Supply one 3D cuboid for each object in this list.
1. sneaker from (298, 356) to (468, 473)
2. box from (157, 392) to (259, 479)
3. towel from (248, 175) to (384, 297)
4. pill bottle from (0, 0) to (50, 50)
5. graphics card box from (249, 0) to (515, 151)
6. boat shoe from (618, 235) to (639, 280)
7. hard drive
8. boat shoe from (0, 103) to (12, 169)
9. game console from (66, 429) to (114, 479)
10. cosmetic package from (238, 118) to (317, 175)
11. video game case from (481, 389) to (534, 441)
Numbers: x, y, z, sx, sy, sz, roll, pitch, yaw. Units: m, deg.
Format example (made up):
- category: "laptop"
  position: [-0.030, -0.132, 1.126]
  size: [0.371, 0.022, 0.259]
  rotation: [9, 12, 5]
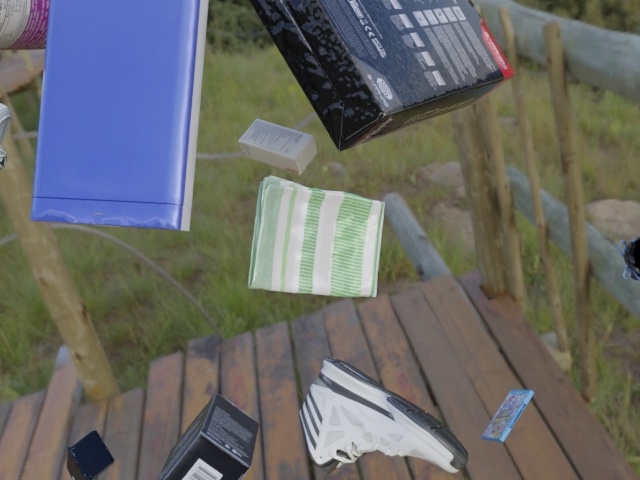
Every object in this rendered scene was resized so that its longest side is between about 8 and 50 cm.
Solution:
- category: "sneaker"
  position: [0.138, 0.513, 1.950]
  size: [0.448, 0.169, 0.257]
  rotation: [30, 90, 27]
- category: "box"
  position: [-0.202, 0.391, 1.381]
  size: [0.153, 0.108, 0.207]
  rotation: [-52, 5, 7]
- category: "towel"
  position: [0.000, 0.000, 1.723]
  size: [0.325, 0.247, 0.038]
  rotation: [9, -6, -32]
- category: "pill bottle"
  position: [-0.505, -0.365, 1.130]
  size: [0.169, 0.169, 0.301]
  rotation: [0, 13, 27]
- category: "graphics card box"
  position: [0.098, -0.269, 1.021]
  size: [0.094, 0.232, 0.371]
  rotation: [-33, -3, 40]
- category: "boat shoe"
  position: [0.707, 0.023, 1.692]
  size: [0.089, 0.258, 0.108]
  rotation: [-13, 63, 2]
- category: "hard drive"
  position: [-0.247, -0.176, 0.942]
  size: [0.210, 0.318, 0.040]
  rotation: [4, -2, 19]
- category: "boat shoe"
  position: [-0.658, -0.158, 1.504]
  size: [0.227, 0.081, 0.079]
  rotation: [-63, -1, -13]
- category: "game console"
  position: [-0.555, 0.541, 1.849]
  size: [0.071, 0.107, 0.122]
  rotation: [-10, 35, -37]
- category: "cosmetic package"
  position: [-0.069, -0.154, 1.255]
  size: [0.115, 0.041, 0.060]
  rotation: [23, 61, 27]
- category: "video game case"
  position: [0.519, 0.486, 2.134]
  size: [0.166, 0.015, 0.119]
  rotation: [-51, 4, -17]
